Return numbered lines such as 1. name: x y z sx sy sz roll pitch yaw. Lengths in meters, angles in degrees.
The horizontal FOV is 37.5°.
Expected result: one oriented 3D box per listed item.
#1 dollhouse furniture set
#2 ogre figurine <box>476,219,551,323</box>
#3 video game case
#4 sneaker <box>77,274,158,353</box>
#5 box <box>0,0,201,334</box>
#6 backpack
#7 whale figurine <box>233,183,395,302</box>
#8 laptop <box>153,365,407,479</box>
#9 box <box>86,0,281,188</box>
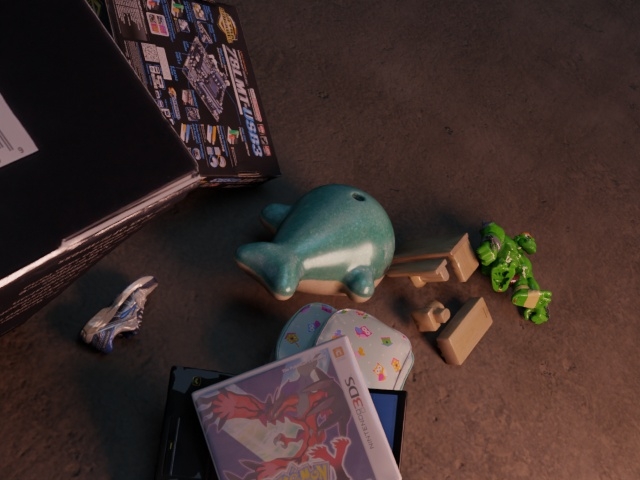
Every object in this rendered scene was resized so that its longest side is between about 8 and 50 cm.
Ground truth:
1. dollhouse furniture set: 0.176 0.094 1.491 0.144 0.123 0.151 -43 116 -40
2. ogre figurine: 0.307 0.041 1.537 0.197 0.097 0.118 25 36 -23
3. video game case: -0.030 0.231 1.110 0.201 0.023 0.183 -21 75 1
4. sneaker: -0.261 0.102 1.268 0.058 0.052 0.135 45 57 -2
5. box: -0.460 0.005 0.900 0.480 0.472 0.297 -36 91 -45
6. backpack: 0.021 0.175 1.283 0.188 0.144 0.165 25 51 5
7. whale figurine: 0.000 0.000 1.363 0.216 0.141 0.272 40 31 23
8. laptop: -0.054 0.278 1.120 0.265 0.136 0.234 11 76 -17
9. box: -0.204 -0.222 1.389 0.293 0.073 0.295 -6 79 -56
